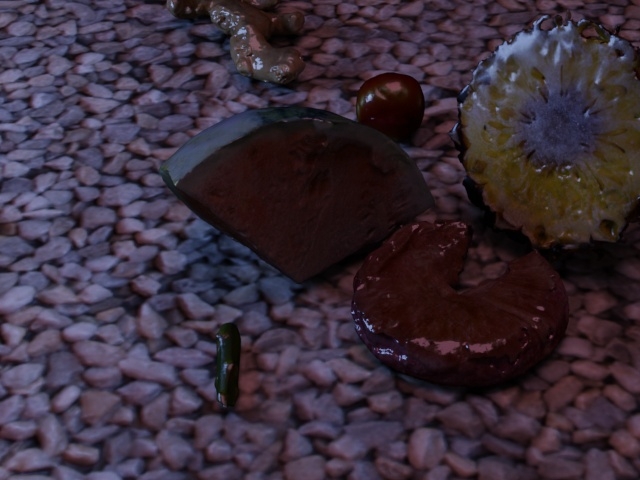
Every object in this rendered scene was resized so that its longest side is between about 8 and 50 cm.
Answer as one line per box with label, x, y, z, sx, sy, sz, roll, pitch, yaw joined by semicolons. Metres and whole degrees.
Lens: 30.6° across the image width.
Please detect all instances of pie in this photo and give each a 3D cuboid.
pie;0.135;0.058;1.159;0.218;0.054;0.204;16;44;20

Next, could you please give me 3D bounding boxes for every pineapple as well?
pineapple;0.318;-0.118;1.268;0.262;0.263;0.271;31;28;33

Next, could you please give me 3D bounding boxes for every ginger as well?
ginger;-0.084;-0.286;1.559;0.149;0.065;0.258;-25;44;-27

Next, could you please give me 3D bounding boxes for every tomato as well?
tomato;0.082;-0.155;1.387;0.087;0.087;0.075;3;69;6

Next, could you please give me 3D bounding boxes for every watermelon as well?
watermelon;-0.044;-0.057;1.198;0.255;0.260;0.176;-16;50;20

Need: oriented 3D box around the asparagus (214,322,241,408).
asparagus;-0.090;0.123;1.122;0.025;0.021;0.108;-6;42;3
